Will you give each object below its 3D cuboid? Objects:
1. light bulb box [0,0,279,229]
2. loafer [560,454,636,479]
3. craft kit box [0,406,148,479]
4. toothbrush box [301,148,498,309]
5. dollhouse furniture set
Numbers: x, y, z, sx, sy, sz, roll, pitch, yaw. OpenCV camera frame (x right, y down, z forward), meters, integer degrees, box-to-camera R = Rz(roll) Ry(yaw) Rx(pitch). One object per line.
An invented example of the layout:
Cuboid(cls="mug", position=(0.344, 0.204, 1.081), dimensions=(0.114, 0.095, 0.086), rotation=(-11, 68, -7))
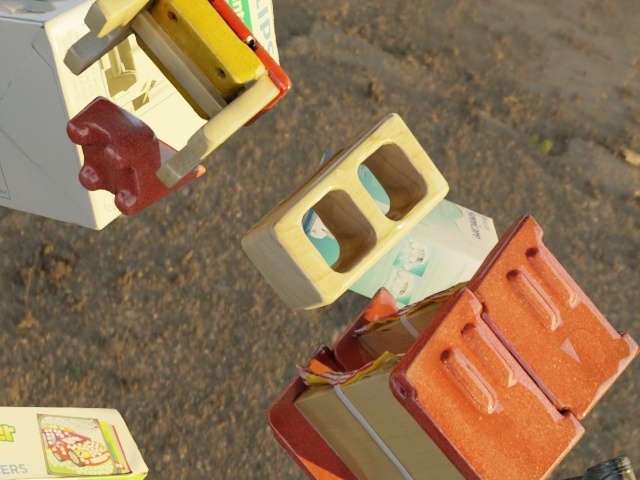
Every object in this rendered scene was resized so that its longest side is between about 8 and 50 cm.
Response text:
Cuboid(cls="light bulb box", position=(-0.290, -0.225, 1.089), dimensions=(0.357, 0.225, 0.361), rotation=(14, 38, 27))
Cuboid(cls="loafer", position=(0.372, 0.361, 1.357), dimensions=(0.062, 0.170, 0.061), rotation=(0, 60, -40))
Cuboid(cls="craft kit box", position=(-0.259, 0.184, 0.513), dimensions=(0.246, 0.250, 0.061), rotation=(18, 31, -53))
Cuboid(cls="toothbrush box", position=(0.114, -0.001, 1.446), dimensions=(0.295, 0.126, 0.216), rotation=(21, 21, -5))
Cuboid(cls="dollhouse furniture set", position=(0.000, 0.000, 0.630), dimensions=(0.374, 0.201, 0.152), rotation=(51, 59, -6))
